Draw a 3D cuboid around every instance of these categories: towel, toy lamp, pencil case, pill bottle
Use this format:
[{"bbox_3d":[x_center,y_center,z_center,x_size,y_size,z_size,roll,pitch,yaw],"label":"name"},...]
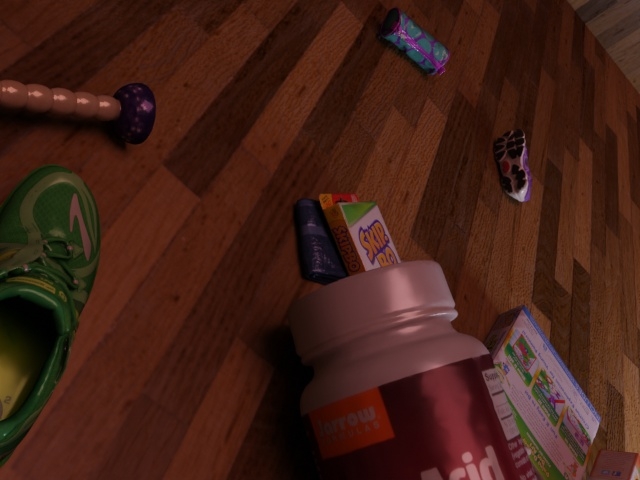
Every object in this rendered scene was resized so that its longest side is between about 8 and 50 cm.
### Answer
[{"bbox_3d":[0.000,0.000,0.924,0.067,0.029,0.119,15,56,-38],"label":"towel"},{"bbox_3d":[-0.302,-0.143,0.672,0.275,0.080,0.080,2,65,-47],"label":"toy lamp"},{"bbox_3d":[0.185,-0.390,1.332,0.152,0.064,0.070,27,33,-31],"label":"pencil case"},{"bbox_3d":[0.107,0.234,0.734,0.224,0.224,0.392,-1,67,-46],"label":"pill bottle"}]

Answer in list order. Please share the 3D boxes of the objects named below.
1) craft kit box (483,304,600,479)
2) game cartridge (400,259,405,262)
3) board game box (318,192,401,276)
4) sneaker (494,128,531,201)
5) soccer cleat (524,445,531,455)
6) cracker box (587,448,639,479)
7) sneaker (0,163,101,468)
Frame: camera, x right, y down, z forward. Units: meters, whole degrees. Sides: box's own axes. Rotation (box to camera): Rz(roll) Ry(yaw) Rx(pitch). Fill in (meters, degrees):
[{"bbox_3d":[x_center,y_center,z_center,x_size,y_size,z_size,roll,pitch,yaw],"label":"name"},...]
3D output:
[{"bbox_3d":[0.342,0.268,1.086,0.249,0.061,0.247,55,37,-3],"label":"craft kit box"},{"bbox_3d":[0.145,0.072,1.037,0.083,0.017,0.056,34,49,-26],"label":"game cartridge"},{"bbox_3d":[0.081,0.047,0.949,0.124,0.039,0.259,-8,72,-61],"label":"board game box"},{"bbox_3d":[0.413,-0.157,1.433,0.071,0.068,0.169,33,53,-48],"label":"sneaker"},{"bbox_3d":[0.273,0.417,0.871,0.143,0.116,0.331,14,56,-40],"label":"soccer cleat"},{"bbox_3d":[0.443,0.452,1.028,0.232,0.067,0.155,-31,110,-51],"label":"cracker box"},{"bbox_3d":[-0.240,0.052,0.572,0.109,0.123,0.295,28,48,-31],"label":"sneaker"}]
